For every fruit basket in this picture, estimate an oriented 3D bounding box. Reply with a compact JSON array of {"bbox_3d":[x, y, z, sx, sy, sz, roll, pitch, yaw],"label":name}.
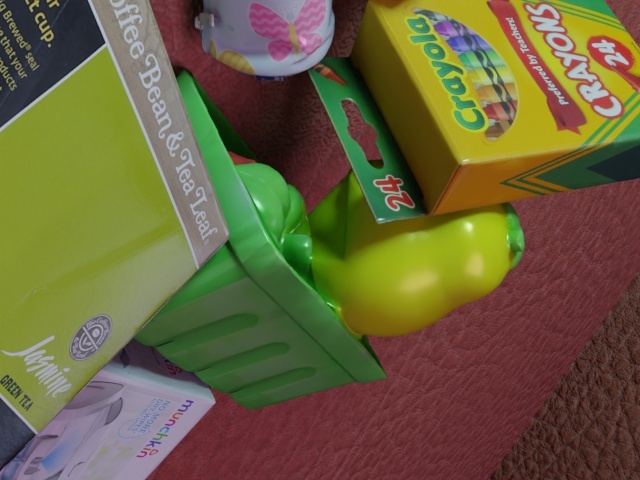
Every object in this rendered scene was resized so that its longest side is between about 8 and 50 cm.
[{"bbox_3d":[0.000,0.000,0.811,0.391,0.283,0.392,-19,146,-13],"label":"fruit basket"}]

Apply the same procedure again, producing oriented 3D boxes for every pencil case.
[{"bbox_3d":[-0.053,-0.266,0.631,0.124,0.114,0.273,4,140,6],"label":"pencil case"}]

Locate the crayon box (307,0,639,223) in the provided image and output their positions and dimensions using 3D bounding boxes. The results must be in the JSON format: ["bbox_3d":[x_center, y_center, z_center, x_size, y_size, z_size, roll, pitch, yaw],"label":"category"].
[{"bbox_3d":[0.165,-0.136,0.733,0.318,0.202,0.081,-11,151,-23],"label":"crayon box"}]

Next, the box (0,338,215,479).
[{"bbox_3d":[-0.286,0.187,0.804,0.262,0.127,0.231,-48,137,11],"label":"box"}]

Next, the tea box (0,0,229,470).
[{"bbox_3d":[-0.264,-0.040,0.481,0.323,0.219,0.329,-46,150,-25],"label":"tea box"}]
